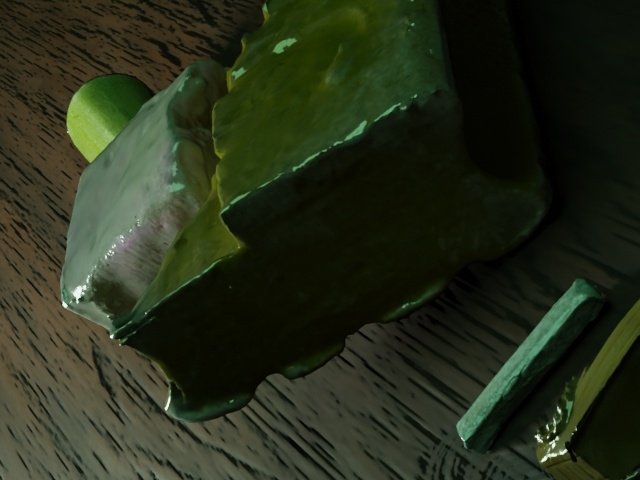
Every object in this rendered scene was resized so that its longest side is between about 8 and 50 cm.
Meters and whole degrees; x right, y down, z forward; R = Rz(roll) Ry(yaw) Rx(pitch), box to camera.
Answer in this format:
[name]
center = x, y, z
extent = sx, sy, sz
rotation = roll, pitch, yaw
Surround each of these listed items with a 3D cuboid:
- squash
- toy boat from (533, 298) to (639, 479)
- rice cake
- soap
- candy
[squash]
center = -0.163, -0.084, 1.724
extent = 0.094, 0.094, 0.224
rotation = -55, 29, 5
[toy boat]
center = 0.187, 0.045, 0.963
extent = 0.206, 0.064, 0.072
rotation = -50, 8, 11
[rice cake]
center = 0.121, 0.073, 1.093
extent = 0.121, 0.021, 0.022
rotation = -53, 30, 15
[soap]
center = -0.008, -0.078, 1.319
extent = 0.304, 0.169, 0.339
rotation = -31, 33, 20
[candy]
center = -0.105, -0.024, 1.488
extent = 0.195, 0.137, 0.185
rotation = -41, 29, 36
